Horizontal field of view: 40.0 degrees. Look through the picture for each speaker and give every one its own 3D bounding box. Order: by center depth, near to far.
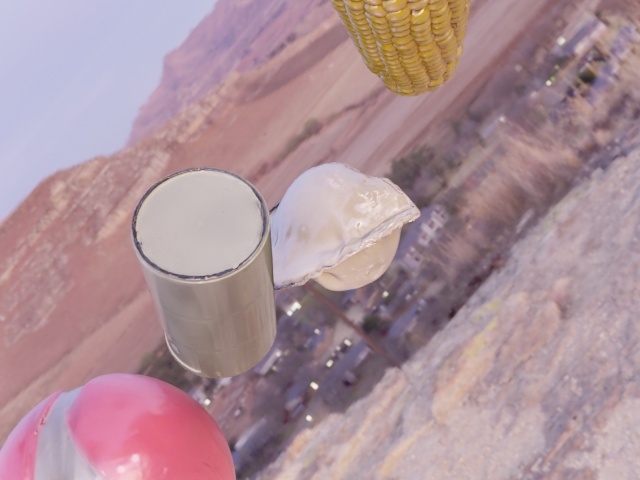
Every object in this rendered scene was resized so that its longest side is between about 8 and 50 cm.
[{"bbox_3d":[-0.243,0.308,1.075,0.294,0.294,0.294,-47,13,14],"label":"speaker"}]

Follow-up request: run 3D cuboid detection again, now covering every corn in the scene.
[{"bbox_3d":[0.076,-0.225,0.820,0.130,0.130,0.347,-51,-16,-3],"label":"corn"}]

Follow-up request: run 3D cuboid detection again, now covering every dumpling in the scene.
[{"bbox_3d":[0.000,0.000,1.005,0.172,0.142,0.247,-43,24,-28],"label":"dumpling"}]

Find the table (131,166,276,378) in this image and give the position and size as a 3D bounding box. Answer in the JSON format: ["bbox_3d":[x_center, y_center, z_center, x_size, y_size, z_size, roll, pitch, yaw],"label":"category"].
[{"bbox_3d":[-0.108,0.039,0.880,0.126,0.126,0.220,-57,-17,-27],"label":"table"}]
